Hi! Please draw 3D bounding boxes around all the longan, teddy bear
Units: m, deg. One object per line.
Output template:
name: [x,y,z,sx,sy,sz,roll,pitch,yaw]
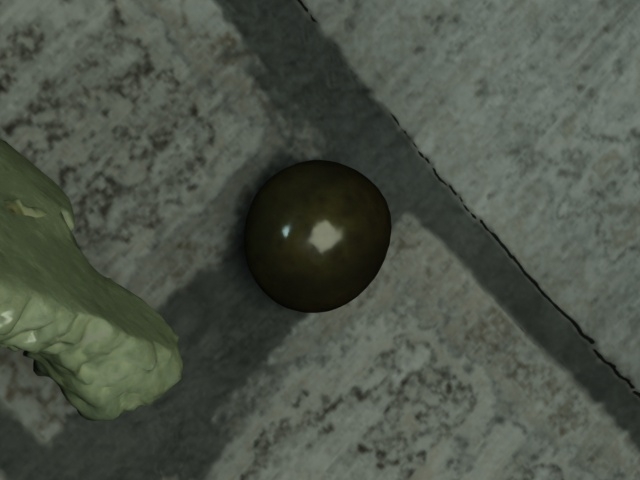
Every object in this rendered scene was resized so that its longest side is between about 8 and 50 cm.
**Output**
longan: [0.000,0.000,1.208,0.106,0.106,0.119,-47,150,-13]
teddy bear: [-0.332,0.084,0.985,0.362,0.327,0.375,-44,154,8]
